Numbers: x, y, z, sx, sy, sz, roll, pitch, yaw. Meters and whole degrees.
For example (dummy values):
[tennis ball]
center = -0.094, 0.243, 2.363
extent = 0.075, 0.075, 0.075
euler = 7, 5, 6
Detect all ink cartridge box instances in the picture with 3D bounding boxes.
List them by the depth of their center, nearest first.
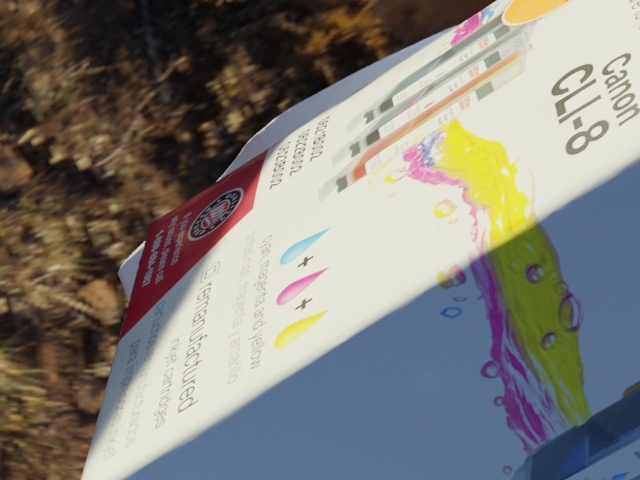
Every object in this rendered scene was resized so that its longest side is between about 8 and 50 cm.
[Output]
[ink cartridge box]
center = 0.060, 0.023, 0.397
extent = 0.176, 0.128, 0.127
euler = -32, 111, 17

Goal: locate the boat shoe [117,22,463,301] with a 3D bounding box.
[boat shoe]
center = 0.000, 0.000, 0.649
extent = 0.080, 0.228, 0.076
euler = -25, 83, -41
